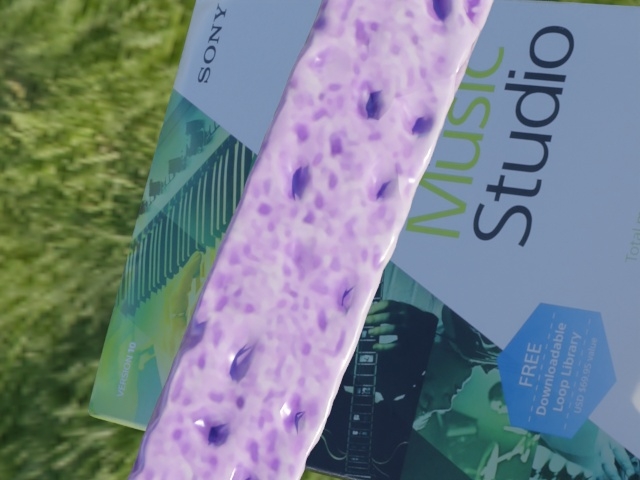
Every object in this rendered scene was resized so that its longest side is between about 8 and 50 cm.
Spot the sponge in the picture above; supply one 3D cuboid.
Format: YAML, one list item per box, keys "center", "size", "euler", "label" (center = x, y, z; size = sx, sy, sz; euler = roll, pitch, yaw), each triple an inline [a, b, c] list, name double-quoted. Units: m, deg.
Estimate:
- center: [0.000, 0.000, 0.383]
  size: [0.031, 0.117, 0.210]
  euler: [22, 86, 1]
  label: "sponge"

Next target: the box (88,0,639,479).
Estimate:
- center: [0.050, 0.002, 0.895]
  size: [0.322, 0.058, 0.232]
  euler: [8, 80, 38]
  label: "box"
